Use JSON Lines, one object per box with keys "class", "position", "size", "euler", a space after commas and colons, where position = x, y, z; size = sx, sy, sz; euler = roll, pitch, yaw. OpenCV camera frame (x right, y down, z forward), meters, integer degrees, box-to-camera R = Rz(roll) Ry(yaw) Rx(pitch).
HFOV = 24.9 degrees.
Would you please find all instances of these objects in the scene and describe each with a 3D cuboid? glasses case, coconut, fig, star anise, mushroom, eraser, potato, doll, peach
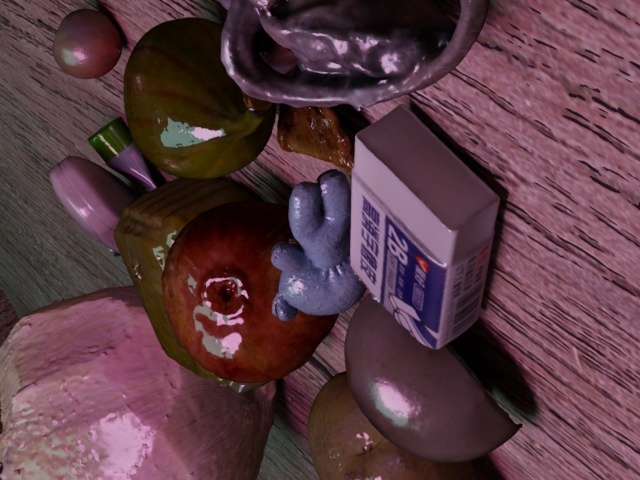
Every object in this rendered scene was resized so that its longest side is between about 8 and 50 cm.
{"class": "glasses case", "position": [-0.283, -0.041, 1.952], "size": [0.113, 0.075, 0.297], "euler": [51, -178, 13]}
{"class": "coconut", "position": [-0.236, 0.249, 2.043], "size": [0.404, 0.405, 0.404], "euler": [46, 161, 22]}
{"class": "fig", "position": [-0.078, -0.120, 1.294], "size": [0.259, 0.151, 0.151], "euler": [17, 140, 55]}
{"class": "star anise", "position": [-0.024, -0.194, 1.024], "size": [0.316, 0.139, 0.359], "euler": [42, 160, 13]}
{"class": "mushroom", "position": [0.089, 0.129, 1.343], "size": [0.188, 0.117, 0.141], "euler": [53, 171, 16]}
{"class": "eraser", "position": [0.083, -0.006, 1.212], "size": [0.124, 0.068, 0.210], "euler": [48, 161, 23]}
{"class": "potato", "position": [0.085, 0.249, 1.546], "size": [0.174, 0.159, 0.251], "euler": [34, -161, -55]}
{"class": "doll", "position": [-0.001, -0.002, 1.377], "size": [0.075, 0.120, 0.179], "euler": [-118, 14, -48]}
{"class": "fig", "position": [-0.063, 0.053, 1.523], "size": [0.205, 0.205, 0.205], "euler": [46, 161, 22]}
{"class": "peach", "position": [-0.268, -0.225, 1.669], "size": [0.083, 0.083, 0.083], "euler": [46, 161, 22]}

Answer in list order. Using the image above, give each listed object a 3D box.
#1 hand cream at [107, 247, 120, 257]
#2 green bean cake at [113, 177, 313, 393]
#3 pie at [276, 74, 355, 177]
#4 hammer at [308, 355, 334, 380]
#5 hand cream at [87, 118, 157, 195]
{"class": "hand cream", "position": [-0.351, -0.020, 2.348], "size": [0.102, 0.022, 0.035], "euler": [64, 161, -12]}
{"class": "green bean cake", "position": [-0.131, 0.051, 1.713], "size": [0.233, 0.124, 0.236], "euler": [14, 129, 60]}
{"class": "pie", "position": [-0.004, -0.108, 1.300], "size": [0.191, 0.033, 0.088], "euler": [30, 144, 62]}
{"class": "hammer", "position": [0.020, 0.175, 1.778], "size": [0.292, 0.029, 0.058], "euler": [41, 160, 29]}
{"class": "hand cream", "position": [-0.206, -0.040, 1.928], "size": [0.275, 0.050, 0.079], "euler": [54, -170, -14]}
